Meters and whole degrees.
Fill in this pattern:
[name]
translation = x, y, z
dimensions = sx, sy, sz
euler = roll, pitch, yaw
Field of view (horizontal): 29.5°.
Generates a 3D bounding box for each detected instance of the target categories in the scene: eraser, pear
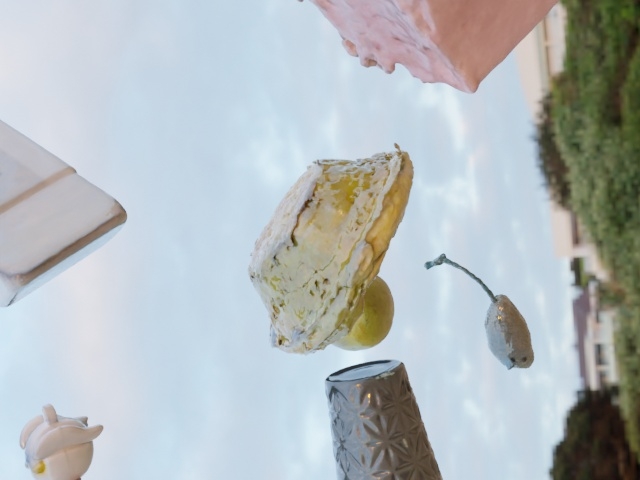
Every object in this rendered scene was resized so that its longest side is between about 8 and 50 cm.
[eraser]
translation = -0.246, -0.046, 0.794
dimensions = 0.089, 0.352, 0.061
euler = -36, -45, -26
[pear]
translation = 0.062, 0.125, 2.189
dimensions = 0.162, 0.149, 0.148
euler = 0, -94, -77

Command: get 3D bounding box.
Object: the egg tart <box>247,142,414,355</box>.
[egg tart]
translation = 0.000, 0.000, 1.632
dimensions = 0.132, 0.341, 0.341
euler = 30, -137, -13

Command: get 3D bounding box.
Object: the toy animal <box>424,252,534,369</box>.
[toy animal]
translation = 0.278, 0.116, 2.000
dimensions = 0.253, 0.079, 0.070
euler = 52, 176, -17

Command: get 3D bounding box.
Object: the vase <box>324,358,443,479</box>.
[vase]
translation = 0.089, 0.299, 1.498
dimensions = 0.251, 0.156, 0.300
euler = -28, -74, -67

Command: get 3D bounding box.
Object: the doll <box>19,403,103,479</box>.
[doll]
translation = -0.318, 0.394, 1.599
dimensions = 0.099, 0.188, 0.383
euler = -15, -77, -33

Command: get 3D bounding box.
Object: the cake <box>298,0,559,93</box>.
[cake]
translation = 0.103, -0.364, 1.393
dimensions = 0.293, 0.307, 0.314
euler = -51, -48, -10
